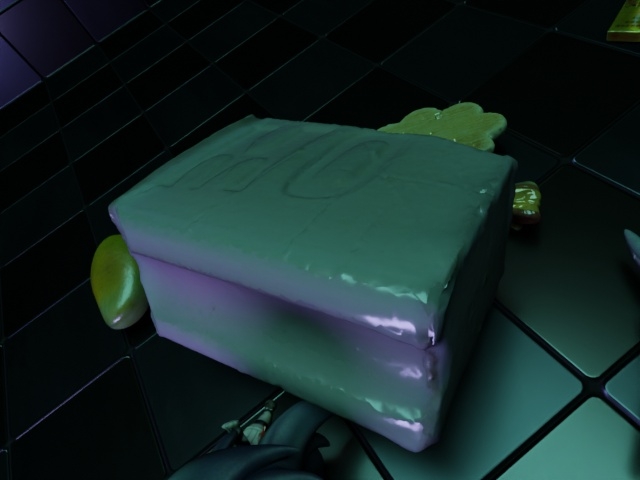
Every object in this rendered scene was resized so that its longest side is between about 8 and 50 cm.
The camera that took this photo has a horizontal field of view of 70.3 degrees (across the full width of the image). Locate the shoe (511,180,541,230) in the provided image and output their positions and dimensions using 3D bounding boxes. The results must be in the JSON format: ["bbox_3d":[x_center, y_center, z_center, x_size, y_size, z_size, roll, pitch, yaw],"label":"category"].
[{"bbox_3d":[0.259,-0.043,0.651,0.108,0.072,0.069,-10,46,19],"label":"shoe"}]

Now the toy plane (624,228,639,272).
[{"bbox_3d":[0.393,0.097,0.479,0.212,0.088,0.267,-18,41,10],"label":"toy plane"}]

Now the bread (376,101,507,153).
[{"bbox_3d":[0.191,-0.175,0.787,0.250,0.039,0.182,2,44,37],"label":"bread"}]

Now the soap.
[{"bbox_3d":[0.000,0.000,0.581,0.434,0.213,0.350,15,39,32],"label":"soap"}]

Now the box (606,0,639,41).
[{"bbox_3d":[0.587,-0.411,0.812,0.089,0.022,0.156,25,68,36],"label":"box"}]

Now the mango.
[{"bbox_3d":[-0.367,0.073,0.846,0.130,0.092,0.195,-18,54,10],"label":"mango"}]

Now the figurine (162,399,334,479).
[{"bbox_3d":[-0.068,0.269,0.463,0.196,0.175,0.265,-1,13,34],"label":"figurine"}]
